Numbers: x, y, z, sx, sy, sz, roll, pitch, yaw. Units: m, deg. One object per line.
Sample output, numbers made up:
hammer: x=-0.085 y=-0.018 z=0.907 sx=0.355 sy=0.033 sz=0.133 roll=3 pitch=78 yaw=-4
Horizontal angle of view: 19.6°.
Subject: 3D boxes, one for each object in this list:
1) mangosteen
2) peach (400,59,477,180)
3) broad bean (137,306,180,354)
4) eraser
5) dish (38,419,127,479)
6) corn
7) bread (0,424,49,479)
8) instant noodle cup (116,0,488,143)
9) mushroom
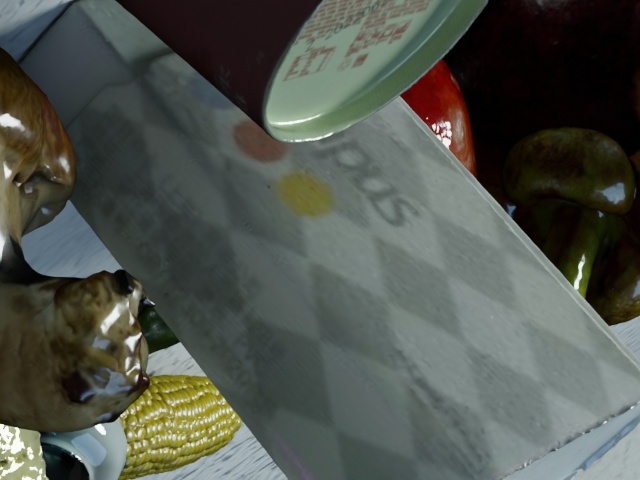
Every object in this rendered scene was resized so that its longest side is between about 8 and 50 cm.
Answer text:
mangosteen: x=0.226 y=-0.073 z=1.461 sx=0.307 sy=0.307 sz=0.347 roll=-60 pitch=-176 yaw=43
peach: x=0.013 y=-0.039 z=1.325 sx=0.243 sy=0.199 sz=0.243 roll=-52 pitch=180 yaw=-1
broad bean: x=-0.050 y=0.035 z=1.606 sx=0.292 sy=0.049 sz=0.144 roll=-20 pitch=163 yaw=-47
eraser: x=0.001 y=0.000 z=1.123 sx=0.213 sy=0.397 sz=0.082 roll=-21 pitch=152 yaw=-40
dish: x=-0.227 y=0.190 z=1.479 sx=0.141 sy=0.078 sz=0.141 roll=-1 pitch=128 yaw=-1
corn: x=-0.150 y=0.163 z=1.646 sx=0.260 sy=0.091 sz=0.091 roll=-1 pitch=115 yaw=-64
bread: x=-0.324 y=0.142 z=1.111 sx=0.239 sy=0.111 sz=0.246 roll=-3 pitch=-176 yaw=38
instant noodle cup: x=-0.015 y=-0.179 z=1.040 sx=0.235 sy=0.178 sz=0.235 roll=-36 pitch=160 yaw=-16
mushroom: x=-0.246 y=0.001 z=1.011 sx=0.267 sy=0.254 sz=0.267 roll=-13 pitch=132 yaw=-15
